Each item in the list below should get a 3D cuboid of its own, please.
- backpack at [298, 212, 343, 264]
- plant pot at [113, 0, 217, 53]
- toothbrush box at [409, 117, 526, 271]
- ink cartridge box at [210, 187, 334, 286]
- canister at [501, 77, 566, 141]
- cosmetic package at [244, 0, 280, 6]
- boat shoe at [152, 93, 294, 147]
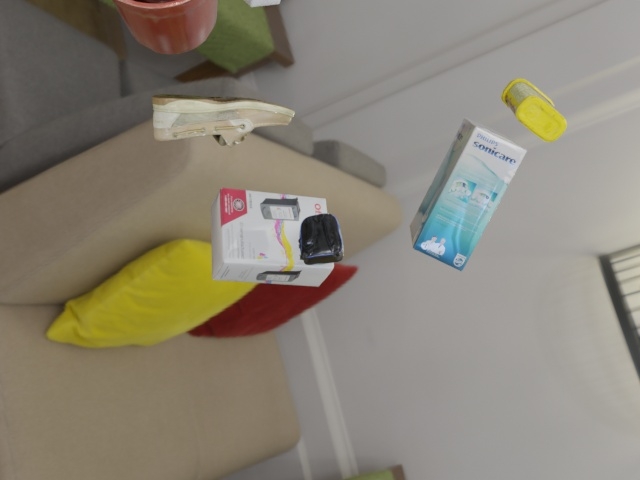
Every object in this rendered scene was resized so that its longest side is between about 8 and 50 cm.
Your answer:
[{"bbox_3d":[0.000,0.000,1.728,0.084,0.104,0.114,82,1,-64],"label":"backpack"},{"bbox_3d":[-0.315,-0.526,1.463,0.265,0.272,0.273,112,-38,-78],"label":"plant pot"},{"bbox_3d":[0.319,-0.110,1.623,0.126,0.296,0.216,24,14,-1],"label":"toothbrush box"},{"bbox_3d":[-0.134,-0.007,1.959,0.306,0.131,0.226,3,63,-20],"label":"ink cartridge box"},{"bbox_3d":[0.484,-0.297,1.647,0.126,0.073,0.170,35,22,-11],"label":"canister"},{"bbox_3d":[-0.170,-0.776,1.659,0.097,0.377,0.284,-21,53,-35],"label":"cosmetic package"},{"bbox_3d":[-0.195,-0.243,1.485,0.302,0.109,0.098,-4,106,-31],"label":"boat shoe"}]
